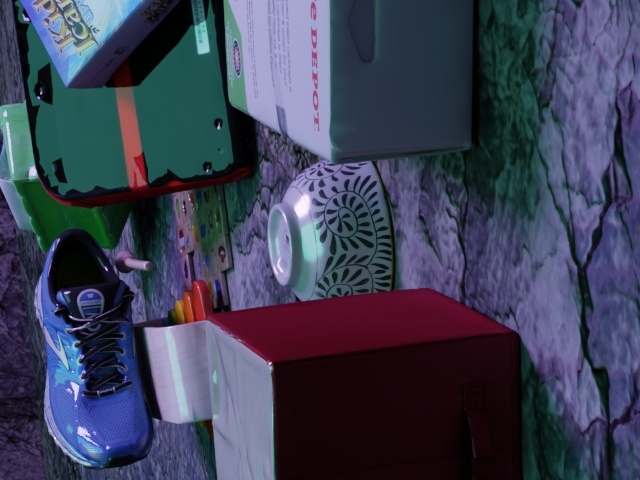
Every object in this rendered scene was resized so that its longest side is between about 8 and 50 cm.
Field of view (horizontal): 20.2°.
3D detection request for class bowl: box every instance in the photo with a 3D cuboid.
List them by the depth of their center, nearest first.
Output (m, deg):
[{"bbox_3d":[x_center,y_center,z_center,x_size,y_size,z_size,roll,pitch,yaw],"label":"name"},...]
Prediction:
[{"bbox_3d":[0.000,0.000,1.616,0.170,0.080,0.170,175,90,-73],"label":"bowl"}]

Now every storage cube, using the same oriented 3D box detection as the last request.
[{"bbox_3d":[0.029,0.150,1.386,0.215,0.193,0.183,-154,60,-69],"label":"storage cube"}]

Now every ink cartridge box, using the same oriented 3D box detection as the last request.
[{"bbox_3d":[0.015,-0.191,1.433,0.289,0.122,0.211,-143,49,-66],"label":"ink cartridge box"}]

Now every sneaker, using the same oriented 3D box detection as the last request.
[{"bbox_3d":[-0.284,0.127,2.179,0.147,0.130,0.330,100,154,-54],"label":"sneaker"}]

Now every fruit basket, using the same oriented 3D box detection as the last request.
[{"bbox_3d":[-0.352,-0.173,2.478,0.327,0.165,0.353,79,-178,-58],"label":"fruit basket"}]

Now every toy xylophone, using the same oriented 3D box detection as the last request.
[{"bbox_3d":[-0.178,0.127,2.196,0.323,0.081,0.236,-162,63,-70],"label":"toy xylophone"}]

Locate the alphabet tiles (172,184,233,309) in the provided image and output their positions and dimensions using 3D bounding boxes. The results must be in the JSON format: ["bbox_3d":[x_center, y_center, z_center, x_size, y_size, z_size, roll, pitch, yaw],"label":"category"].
[{"bbox_3d":[-0.145,-0.012,2.187,0.237,0.009,0.198,158,106,-71],"label":"alphabet tiles"}]

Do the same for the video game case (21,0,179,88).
[{"bbox_3d":[-0.254,-0.346,1.986,0.244,0.061,0.269,-42,69,36],"label":"video game case"}]

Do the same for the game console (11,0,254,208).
[{"bbox_3d":[-0.221,-0.240,2.048,0.342,0.060,0.386,-8,90,40],"label":"game console"}]
